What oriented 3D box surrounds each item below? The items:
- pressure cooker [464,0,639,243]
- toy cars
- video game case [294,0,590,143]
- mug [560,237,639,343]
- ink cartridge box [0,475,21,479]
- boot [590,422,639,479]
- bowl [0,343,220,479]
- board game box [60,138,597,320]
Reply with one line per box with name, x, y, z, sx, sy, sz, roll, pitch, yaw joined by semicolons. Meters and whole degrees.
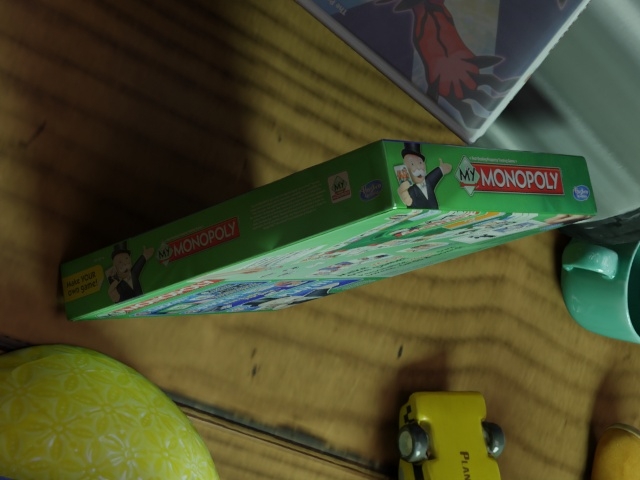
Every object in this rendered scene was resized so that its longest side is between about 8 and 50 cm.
pressure cooker;0.179;-0.249;1.106;0.375;0.370;0.420;-40;108;14
toy cars;0.186;0.311;1.379;0.394;0.087;0.176;47;52;-3
video game case;0.073;-0.192;0.923;0.183;0.201;0.023;-52;173;16
mug;0.299;0.026;1.519;0.129;0.097;0.158;-50;130;-27
ink cartridge box;-0.255;0.290;0.895;0.303;0.072;0.307;13;91;-9
boot;0.283;0.360;1.575;0.211;0.104;0.295;-22;111;-36
bowl;-0.157;0.228;1.037;0.289;0.156;0.289;-12;107;-44
board game box;0.000;0.000;1.041;0.213;0.317;0.046;1;75;-47
